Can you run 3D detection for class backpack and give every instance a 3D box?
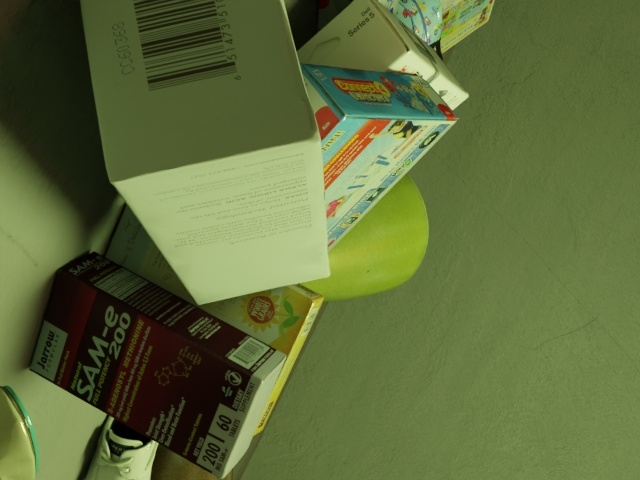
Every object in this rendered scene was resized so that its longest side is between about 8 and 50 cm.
[{"bbox_3d":[0.131,-0.367,1.652,0.117,0.158,0.173,-38,145,-29],"label":"backpack"}]

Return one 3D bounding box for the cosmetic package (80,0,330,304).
[{"bbox_3d":[-0.087,-0.095,0.856,0.385,0.156,0.217,79,-1,-75],"label":"cosmetic package"}]

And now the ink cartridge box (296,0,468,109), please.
[{"bbox_3d":[0.073,-0.217,1.403,0.198,0.115,0.273,-39,160,17],"label":"ink cartridge box"}]

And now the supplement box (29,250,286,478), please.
[{"bbox_3d":[-0.170,0.126,0.995,0.130,0.239,0.073,-68,168,22],"label":"supplement box"}]

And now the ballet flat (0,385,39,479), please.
[{"bbox_3d":[-0.325,0.230,0.953,0.086,0.086,0.248,-57,170,-37],"label":"ballet flat"}]

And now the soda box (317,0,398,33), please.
[{"bbox_3d":[0.058,-0.365,1.389,0.091,0.098,0.286,-60,171,-21],"label":"soda box"}]

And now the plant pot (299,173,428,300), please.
[{"bbox_3d":[0.000,0.000,1.687,0.293,0.274,0.275,-24,142,-52],"label":"plant pot"}]

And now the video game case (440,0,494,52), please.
[{"bbox_3d":[0.252,-0.434,1.761,0.227,0.026,0.206,-38,157,-26],"label":"video game case"}]

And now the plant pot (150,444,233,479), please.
[{"bbox_3d":[-0.227,0.363,1.555,0.215,0.215,0.230,103,1,-55],"label":"plant pot"}]

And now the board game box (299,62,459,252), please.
[{"bbox_3d":[-0.011,-0.083,1.241,0.308,0.086,0.302,-46,161,27],"label":"board game box"}]

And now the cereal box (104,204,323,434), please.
[{"bbox_3d":[-0.139,0.085,1.060,0.173,0.240,0.047,-64,167,10],"label":"cereal box"}]

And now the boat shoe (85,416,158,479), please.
[{"bbox_3d":[-0.271,0.290,1.361,0.268,0.096,0.088,-64,167,-8],"label":"boat shoe"}]
